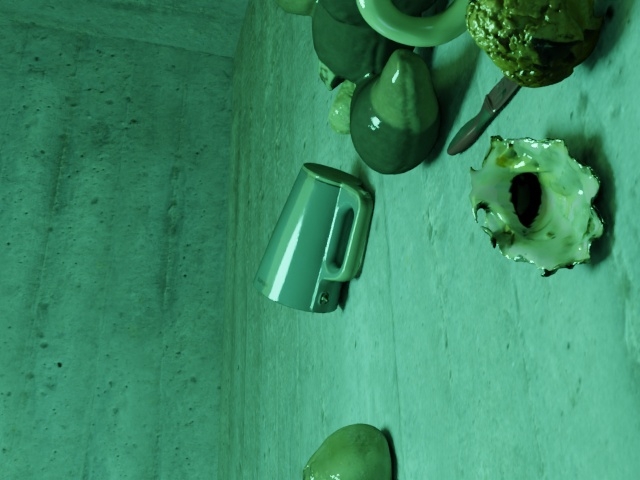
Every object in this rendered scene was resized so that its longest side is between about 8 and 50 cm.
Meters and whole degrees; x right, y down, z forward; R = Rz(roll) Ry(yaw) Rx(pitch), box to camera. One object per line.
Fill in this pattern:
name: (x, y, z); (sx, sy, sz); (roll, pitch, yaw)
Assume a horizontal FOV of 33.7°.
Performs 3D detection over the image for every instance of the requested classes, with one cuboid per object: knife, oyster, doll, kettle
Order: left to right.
kettle: (0.000, 0.000, 1.868); (0.210, 0.160, 0.243); (41, 118, 54)
doll: (0.108, -0.325, 1.468); (0.378, 0.252, 0.382); (60, 167, 19)
knife: (0.207, -0.162, 1.288); (0.247, 0.018, 0.035); (129, 150, -62)
oyster: (0.219, -0.034, 1.050); (0.209, 0.072, 0.133); (18, 95, 58)

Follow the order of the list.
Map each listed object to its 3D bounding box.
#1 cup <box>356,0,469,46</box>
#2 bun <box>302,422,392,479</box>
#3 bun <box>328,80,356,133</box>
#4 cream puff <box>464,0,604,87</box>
cup: (0.146, -0.367, 1.246); (0.173, 0.202, 0.255); (180, 98, -78)
bun: (0.031, 0.350, 1.532); (0.166, 0.113, 0.173); (-106, 28, -62)
bun: (0.060, -0.240, 1.881); (0.115, 0.069, 0.115); (24, -90, -89)
cream puff: (0.209, -0.209, 1.030); (0.119, 0.133, 0.104); (132, 141, -52)
